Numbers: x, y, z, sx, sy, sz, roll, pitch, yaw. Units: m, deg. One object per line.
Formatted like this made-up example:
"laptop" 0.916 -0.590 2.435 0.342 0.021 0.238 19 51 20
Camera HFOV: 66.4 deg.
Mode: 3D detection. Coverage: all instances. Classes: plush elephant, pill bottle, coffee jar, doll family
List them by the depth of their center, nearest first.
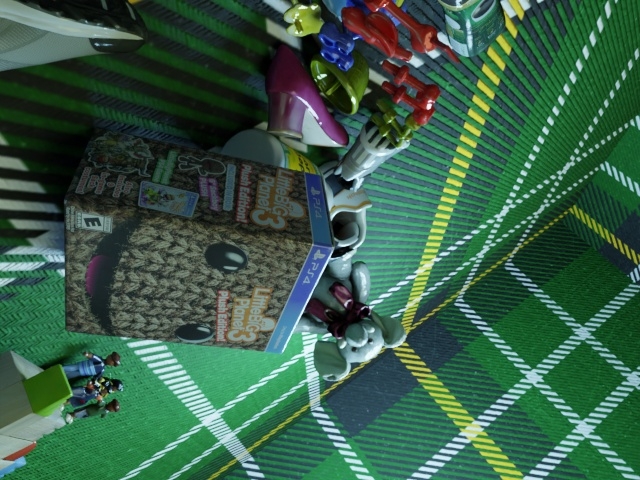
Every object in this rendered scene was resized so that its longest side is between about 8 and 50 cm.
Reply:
"coffee jar" 0.239 -0.384 0.783 0.096 0.079 0.184 -43 155 10
"pill bottle" -0.062 -0.089 0.788 0.117 0.117 0.208 -47 153 11
"doll family" -0.419 0.269 0.901 0.112 0.075 0.193 -8 148 -18
"plush elephant" 0.059 0.203 1.240 0.272 0.255 0.330 -39 154 -6

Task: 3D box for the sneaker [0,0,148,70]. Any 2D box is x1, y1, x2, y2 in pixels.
"sneaker" -0.282 -0.179 0.398 0.272 0.100 0.108 -13 152 -34

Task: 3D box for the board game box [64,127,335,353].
"board game box" -0.161 0.015 0.642 0.291 0.141 0.232 9 132 -17

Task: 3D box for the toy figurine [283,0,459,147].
"toy figurine" 0.100 -0.274 0.559 0.217 0.191 0.362 -57 175 0

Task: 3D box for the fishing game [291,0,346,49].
"fishing game" 0.079 -0.368 0.642 0.264 0.041 0.189 -42 156 1

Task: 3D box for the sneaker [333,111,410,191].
"sneaker" 0.082 -0.155 0.884 0.132 0.086 0.229 -49 175 25

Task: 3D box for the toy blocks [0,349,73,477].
"toy blocks" -0.535 0.300 0.710 0.382 0.190 0.261 -26 161 -20

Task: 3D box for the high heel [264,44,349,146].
"high heel" -0.010 -0.210 0.754 0.244 0.082 0.117 -5 104 -60

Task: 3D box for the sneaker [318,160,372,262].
"sneaker" 0.000 0.000 1.003 0.126 0.127 0.321 -21 149 -38
